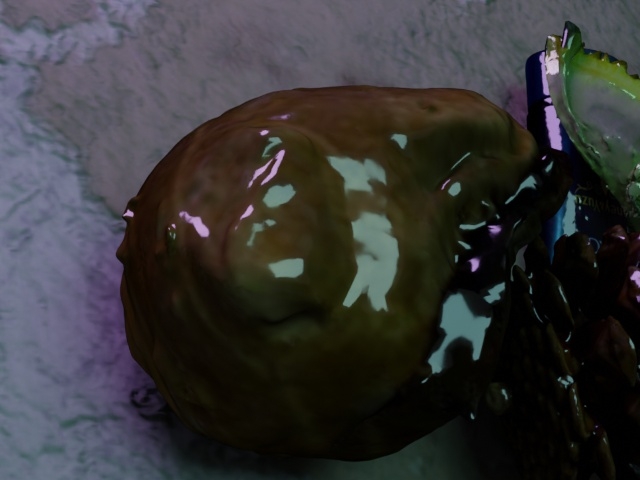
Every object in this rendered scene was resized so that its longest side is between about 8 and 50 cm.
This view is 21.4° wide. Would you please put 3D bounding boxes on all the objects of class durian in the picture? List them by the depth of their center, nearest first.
[{"bbox_3d":[0.294,-0.011,1.208,0.375,0.106,0.132,49,53,-11],"label":"durian"}]

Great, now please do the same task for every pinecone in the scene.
[{"bbox_3d":[0.195,0.085,1.055,0.207,0.208,0.208,14,54,-21],"label":"pinecone"}]

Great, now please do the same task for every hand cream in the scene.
[{"bbox_3d":[0.199,-0.011,1.233,0.120,0.061,0.270,12,63,-28],"label":"hand cream"}]

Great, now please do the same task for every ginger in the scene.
[{"bbox_3d":[-0.002,0.001,1.006,0.223,0.200,0.269,31,56,-15],"label":"ginger"}]
